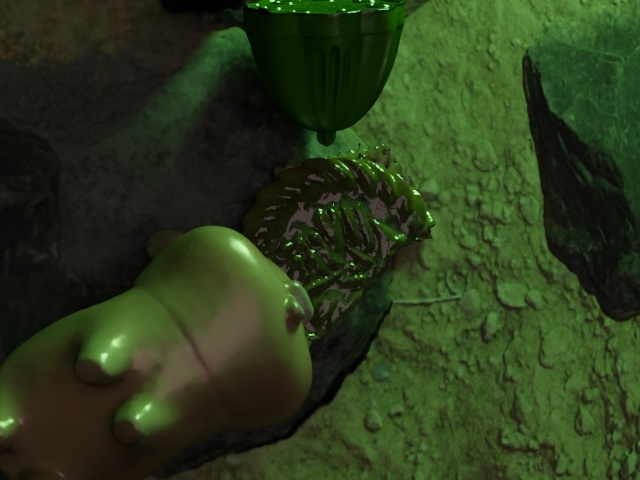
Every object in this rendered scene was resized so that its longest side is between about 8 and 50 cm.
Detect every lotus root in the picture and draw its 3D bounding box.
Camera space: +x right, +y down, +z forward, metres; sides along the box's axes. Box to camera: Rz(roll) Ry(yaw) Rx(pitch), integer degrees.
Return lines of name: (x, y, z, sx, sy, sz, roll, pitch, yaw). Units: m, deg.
lotus root: (0.004, -0.189, 0.815, 0.186, 0.186, 0.186, 1, 87, -25)

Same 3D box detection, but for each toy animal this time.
toy animal: (-0.157, 0.126, 0.688, 0.326, 0.269, 0.237, -26, 98, 10)

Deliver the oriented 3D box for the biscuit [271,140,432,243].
biscuit: (0.042, -0.047, 0.889, 0.203, 0.016, 0.144, -16, 95, -23)

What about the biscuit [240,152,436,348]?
biscuit: (0.000, 0.000, 0.841, 0.187, 0.036, 0.273, 46, 76, -11)

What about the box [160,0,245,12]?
box: (-0.137, -0.354, 0.752, 0.090, 0.144, 0.200, -14, 95, -21)
